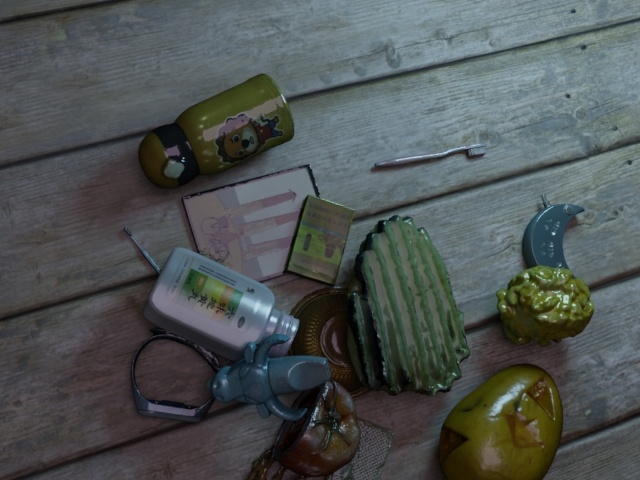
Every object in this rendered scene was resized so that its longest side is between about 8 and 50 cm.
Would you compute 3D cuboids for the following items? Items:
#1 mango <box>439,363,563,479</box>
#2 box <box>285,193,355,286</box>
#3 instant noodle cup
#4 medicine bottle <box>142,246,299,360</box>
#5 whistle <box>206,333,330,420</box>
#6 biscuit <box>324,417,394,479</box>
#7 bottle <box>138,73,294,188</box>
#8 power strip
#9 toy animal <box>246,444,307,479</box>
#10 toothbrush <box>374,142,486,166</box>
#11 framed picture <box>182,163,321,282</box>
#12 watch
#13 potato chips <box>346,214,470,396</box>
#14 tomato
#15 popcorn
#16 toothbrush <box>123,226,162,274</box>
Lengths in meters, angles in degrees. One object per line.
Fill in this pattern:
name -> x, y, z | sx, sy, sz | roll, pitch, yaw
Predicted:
mango -> 0.424, 0.439, 1.963 | 0.253, 0.182, 0.365 | 39, 61, 0
box -> 0.000, 0.000, 2.012 | 0.121, 0.030, 0.193 | 18, 76, -9
instant noodle cup -> 0.050, 0.232, 1.955 | 0.273, 0.091, 0.274 | 3, 77, -12
medicine bottle -> -0.212, 0.156, 1.878 | 0.324, 0.124, 0.179 | 27, 53, -8
whistle -> -0.113, 0.291, 1.801 | 0.273, 0.093, 0.186 | -10, 102, 13
biscuit -> 0.084, 0.508, 1.929 | 0.121, 0.040, 0.200 | 23, 75, -6
bottle -> -0.246, -0.234, 1.948 | 0.351, 0.171, 0.172 | -29, 86, -15
power strip -> 0.594, 0.003, 2.151 | 0.167, 0.054, 0.254 | 2, 79, -14
toy animal -> -0.101, 0.590, 1.860 | 0.149, 0.054, 0.276 | 12, 73, -14
toothbrush -> 0.280, -0.209, 2.137 | 0.307, 0.025, 0.030 | -11, 89, -16
framed picture -> -0.138, -0.029, 2.007 | 0.323, 0.013, 0.244 | -16, 83, -15
watch -> -0.312, 0.296, 1.869 | 0.206, 0.068, 0.193 | 9, 77, -9
potato chips -> 0.196, 0.151, 1.965 | 0.358, 0.070, 0.430 | -9, 82, -39
tomato -> 0.008, 0.421, 1.849 | 0.155, 0.180, 0.214 | 38, 49, -13
popcorn -> 0.531, 0.163, 2.036 | 0.234, 0.217, 0.181 | -13, 68, -5
toothbrush -> -0.393, 0.035, 1.931 | 0.011, 0.014, 0.167 | -38, 89, -26
